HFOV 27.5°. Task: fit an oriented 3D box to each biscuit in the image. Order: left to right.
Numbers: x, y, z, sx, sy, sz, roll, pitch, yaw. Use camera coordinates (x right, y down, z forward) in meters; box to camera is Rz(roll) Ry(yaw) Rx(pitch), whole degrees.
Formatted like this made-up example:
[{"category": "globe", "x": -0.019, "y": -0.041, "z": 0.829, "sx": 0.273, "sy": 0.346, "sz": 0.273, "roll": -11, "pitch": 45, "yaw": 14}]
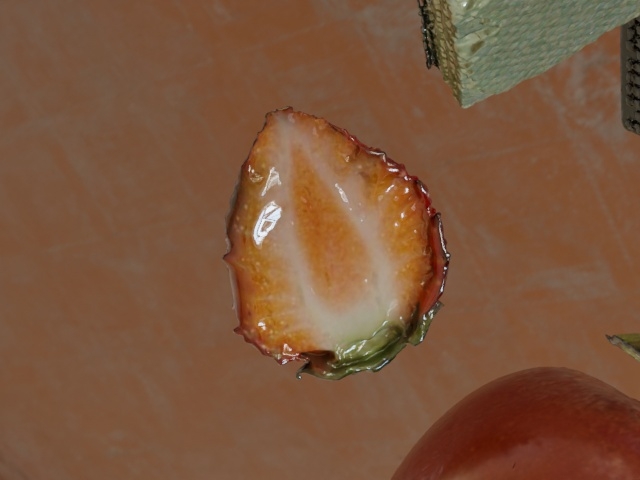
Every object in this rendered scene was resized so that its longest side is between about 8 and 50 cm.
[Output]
[{"category": "biscuit", "x": 0.092, "y": -0.114, "z": 0.475, "sx": 0.041, "sy": 0.121, "sz": 0.199, "roll": 59, "pitch": -179, "yaw": 15}]

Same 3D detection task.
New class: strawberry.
[{"category": "strawberry", "x": 0.000, "y": 0.000, "z": 0.827, "sx": 0.082, "sy": 0.146, "sz": 0.187, "roll": -124, "pitch": 12, "yaw": -71}]

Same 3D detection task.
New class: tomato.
[{"category": "tomato", "x": 0.183, "y": 0.258, "z": 0.891, "sx": 0.341, "sy": 0.272, "sz": 0.341, "roll": 49, "pitch": 175, "yaw": 5}]

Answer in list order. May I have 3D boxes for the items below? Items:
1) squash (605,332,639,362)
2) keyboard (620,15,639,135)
[{"category": "squash", "x": 0.364, "y": 0.114, "z": 1.195, "sx": 0.184, "sy": 0.085, "sz": 0.192, "roll": 35, "pitch": -178, "yaw": -20}, {"category": "keyboard", "x": 0.267, "y": -0.194, "z": 1.032, "sx": 0.087, "sy": 0.017, "sz": 0.251, "roll": 37, "pitch": 139, "yaw": 51}]
